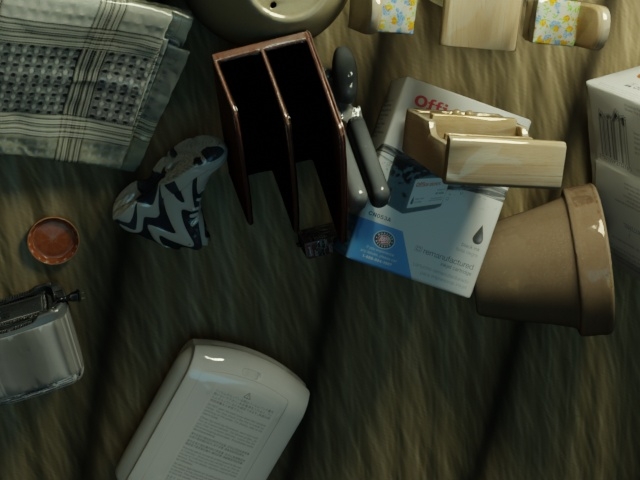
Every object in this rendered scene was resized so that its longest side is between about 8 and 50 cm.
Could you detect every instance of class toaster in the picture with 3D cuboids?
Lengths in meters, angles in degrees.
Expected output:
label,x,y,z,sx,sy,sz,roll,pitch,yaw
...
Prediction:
label,x,y,z,sx,sy,sz,roll,pitch,yaw
toaster,-0.479,0.168,1.924,0.227,0.129,0.146,-18,118,-9

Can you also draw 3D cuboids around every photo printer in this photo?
label,x,y,z,sx,sy,sz,roll,pitch,yaw
photo printer,-0.182,0.327,2.072,0.256,0.107,0.307,24,103,-22

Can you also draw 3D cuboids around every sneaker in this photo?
label,x,y,z,sx,sy,sz,roll,pitch,yaw
sneaker,-0.205,-0.063,1.901,0.235,0.094,0.153,-37,126,20

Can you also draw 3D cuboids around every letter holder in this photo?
label,x,y,z,sx,sy,sz,roll,pitch,yaw
letter holder,-0.054,-0.126,1.792,0.152,0.214,0.302,-15,149,-8

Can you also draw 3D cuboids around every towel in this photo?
label,x,y,z,sx,sy,sz,roll,pitch,yaw
towel,-0.369,-0.233,1.745,0.324,0.056,0.312,4,129,-31

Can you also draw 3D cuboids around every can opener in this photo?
label,x,y,z,sx,sy,sz,roll,pitch,yaw
can opener,0.042,-0.176,1.853,0.074,0.280,0.093,-9,153,-13

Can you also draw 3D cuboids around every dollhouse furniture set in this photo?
label,x,y,z,sx,sy,sz,roll,pitch,yaw
dollhouse furniture set,0.241,-0.294,1.689,0.362,0.256,0.394,2,105,-13

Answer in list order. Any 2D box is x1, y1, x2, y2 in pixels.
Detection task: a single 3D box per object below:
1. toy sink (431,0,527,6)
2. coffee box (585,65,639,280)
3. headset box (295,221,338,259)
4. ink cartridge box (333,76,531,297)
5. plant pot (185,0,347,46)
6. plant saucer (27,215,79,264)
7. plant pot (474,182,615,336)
label,x,y,z,sx,sy,sz,roll,pitch,yaw
toy sink,0.289,-0.455,1.863,0.152,0.131,0.234,20,106,-20
coffee box,0.681,-0.115,1.971,0.334,0.337,0.338,-16,114,-14
headset box,0.000,0.000,2.011,0.083,0.062,0.032,-13,113,-8
ink cartridge box,0.181,-0.089,1.931,0.223,0.129,0.307,19,93,-9
plant pot,-0.066,-0.409,1.759,0.284,0.191,0.284,-5,112,-13
plant saucer,-0.437,-0.001,1.927,0.083,0.013,0.083,-5,112,-13
plant pot,0.377,0.043,2.042,0.229,0.263,0.263,-6,114,7
